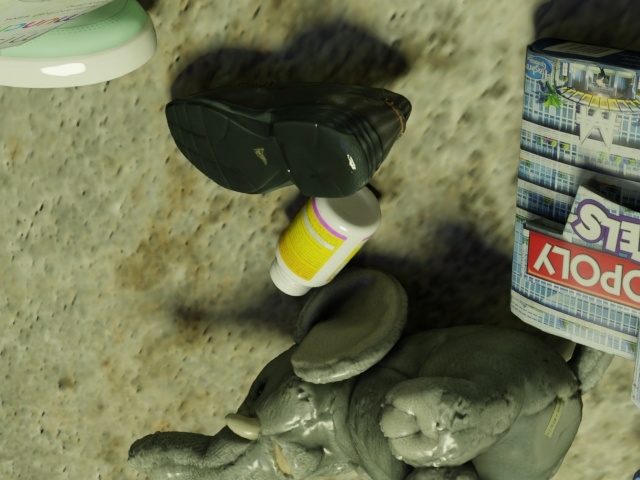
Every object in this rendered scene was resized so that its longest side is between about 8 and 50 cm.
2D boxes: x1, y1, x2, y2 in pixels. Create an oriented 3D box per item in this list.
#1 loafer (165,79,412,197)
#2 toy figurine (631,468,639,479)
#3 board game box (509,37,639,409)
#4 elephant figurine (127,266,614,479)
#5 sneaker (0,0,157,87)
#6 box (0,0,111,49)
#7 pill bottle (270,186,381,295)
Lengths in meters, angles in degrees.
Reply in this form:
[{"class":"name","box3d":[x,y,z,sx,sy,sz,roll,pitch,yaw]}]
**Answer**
[{"class":"loafer","box3d":[-0.022,-0.063,0.663,0.170,0.061,0.062,15,133,42]},{"class":"toy figurine","box3d":[0.257,0.169,0.640,0.217,0.191,0.362,16,145,40]},{"class":"board game box","box3d":[0.171,0.014,0.557,0.194,0.060,0.194,17,116,38]},{"class":"elephant figurine","box3d":[0.026,0.102,0.728,0.239,0.186,0.169,19,103,45]},{"class":"sneaker","box3d":[-0.203,-0.183,0.622,0.256,0.094,0.151,22,131,5]},{"class":"box","box3d":[-0.137,-0.227,0.465,0.231,0.127,0.261,-17,95,35]},{"class":"pill bottle","box3d":[0.000,0.000,0.717,0.043,0.043,0.083,35,134,-6]}]
